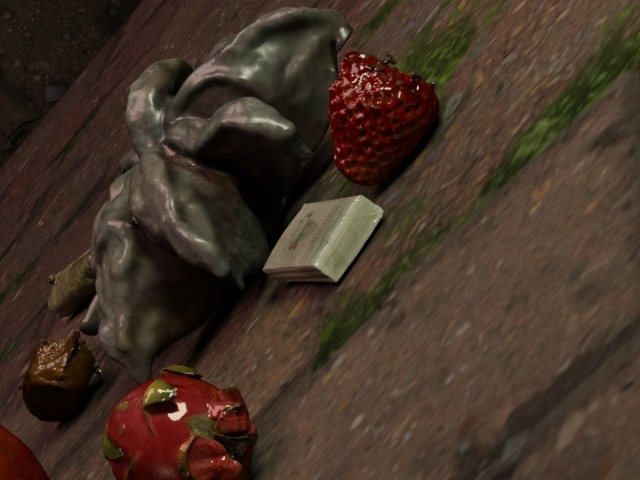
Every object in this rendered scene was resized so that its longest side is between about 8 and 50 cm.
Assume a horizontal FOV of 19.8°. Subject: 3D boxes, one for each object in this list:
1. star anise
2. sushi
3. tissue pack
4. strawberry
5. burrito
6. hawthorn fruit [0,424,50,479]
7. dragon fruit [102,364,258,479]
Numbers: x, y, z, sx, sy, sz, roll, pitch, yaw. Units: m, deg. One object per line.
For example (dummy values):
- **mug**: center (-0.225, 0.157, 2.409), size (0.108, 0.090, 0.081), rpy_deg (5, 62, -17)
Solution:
- **star anise**: center (-0.104, -0.028, 1.307), size (0.359, 0.139, 0.316), rpy_deg (-57, 8, 16)
- **sushi**: center (-0.207, 0.104, 1.455), size (0.118, 0.061, 0.060), rpy_deg (-34, 35, 54)
- **tissue pack**: center (0.000, 0.000, 1.138), size (0.056, 0.023, 0.108), rpy_deg (-56, 14, -13)
- **strawberry**: center (0.034, -0.075, 1.135), size (0.083, 0.073, 0.073), rpy_deg (-65, 14, 3)
- **burrito**: center (-0.202, 0.023, 1.683), size (0.045, 0.041, 0.185), rpy_deg (-11, -15, -36)
- **hawthorn fruit**: center (-0.268, 0.185, 1.173), size (0.179, 0.200, 0.179), rpy_deg (-43, 22, 22)
- **dragon fruit**: center (-0.080, 0.113, 1.009), size (0.086, 0.081, 0.116), rpy_deg (-67, 18, -12)
